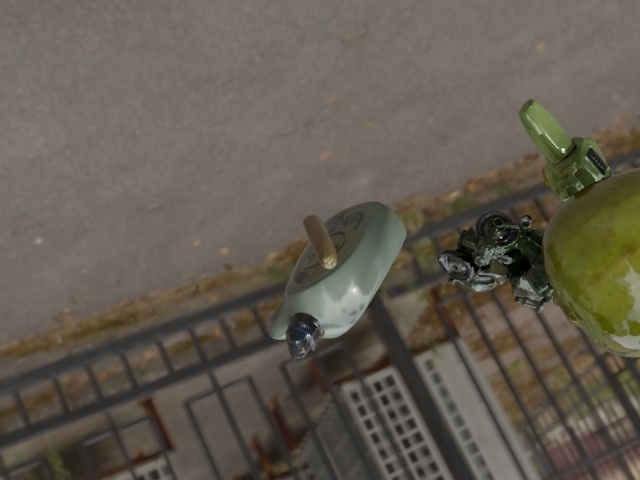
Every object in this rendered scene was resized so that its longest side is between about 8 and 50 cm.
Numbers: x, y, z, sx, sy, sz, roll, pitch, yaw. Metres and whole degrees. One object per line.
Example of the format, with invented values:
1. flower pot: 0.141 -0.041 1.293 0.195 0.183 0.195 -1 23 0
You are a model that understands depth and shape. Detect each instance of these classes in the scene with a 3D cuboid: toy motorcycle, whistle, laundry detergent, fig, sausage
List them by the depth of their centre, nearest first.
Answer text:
1. sausage: 0.000 0.000 1.321 0.024 0.024 0.132 -27 -158 1
2. fig: 0.473 0.013 1.653 0.326 0.258 0.258 -29 161 -8
3. laundry detergent: 0.007 0.076 1.833 0.215 0.105 0.280 -24 -153 48
4. whistle: 0.400 -0.090 1.846 0.141 0.294 0.141 -50 -175 6
5. toy motorcycle: 0.346 0.054 2.075 0.127 0.275 0.205 -58 169 -28
